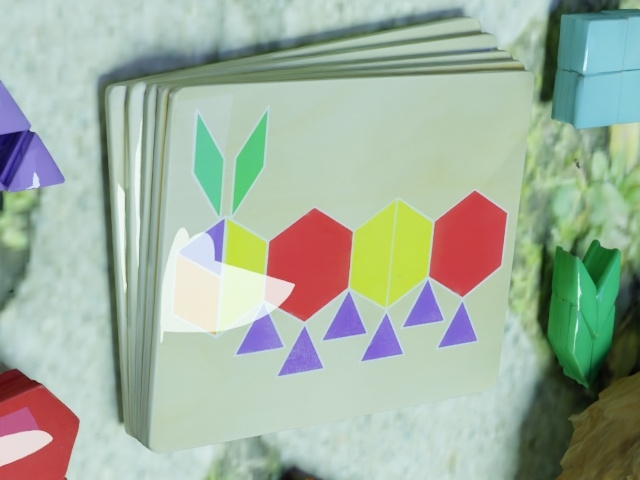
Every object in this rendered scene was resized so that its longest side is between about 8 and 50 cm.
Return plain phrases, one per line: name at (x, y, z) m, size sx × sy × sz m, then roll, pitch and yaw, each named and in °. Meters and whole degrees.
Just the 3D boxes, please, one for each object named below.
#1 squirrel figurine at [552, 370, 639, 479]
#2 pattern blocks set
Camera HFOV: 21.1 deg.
squirrel figurine at (0.294, 0.157, 0.818) m, size 0.397 × 0.281 × 0.370 m, roll -33°, pitch 135°, yaw -8°
pattern blocks set at (0.000, 0.000, 0.643) m, size 0.325 × 0.026 × 0.285 m, roll 3°, pitch 104°, yaw -38°
